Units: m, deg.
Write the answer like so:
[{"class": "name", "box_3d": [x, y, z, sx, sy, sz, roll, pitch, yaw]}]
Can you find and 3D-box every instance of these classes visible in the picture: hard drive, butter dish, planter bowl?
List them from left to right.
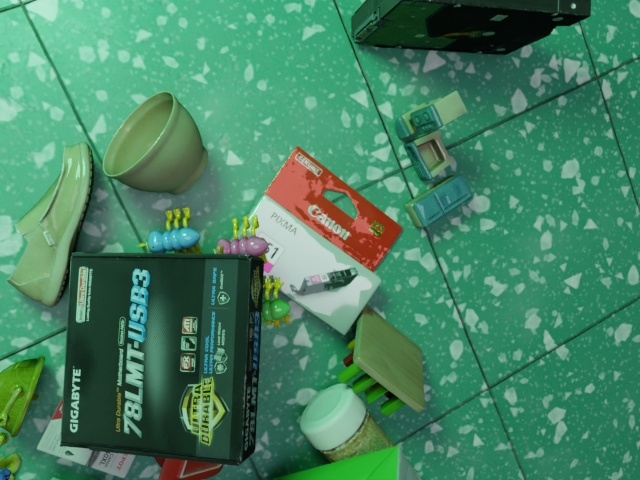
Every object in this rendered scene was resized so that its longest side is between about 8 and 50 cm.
[{"class": "planter bowl", "box_3d": [-0.252, -0.141, 0.855, 0.109, 0.162, 0.162, 40, 82, -41]}, {"class": "butter dish", "box_3d": [-0.227, 0.320, 0.907, 0.159, 0.118, 0.160, 20, 88, -58]}, {"class": "hard drive", "box_3d": [0.248, -0.392, 0.923, 0.338, 0.237, 0.064, -3, 94, -14]}]

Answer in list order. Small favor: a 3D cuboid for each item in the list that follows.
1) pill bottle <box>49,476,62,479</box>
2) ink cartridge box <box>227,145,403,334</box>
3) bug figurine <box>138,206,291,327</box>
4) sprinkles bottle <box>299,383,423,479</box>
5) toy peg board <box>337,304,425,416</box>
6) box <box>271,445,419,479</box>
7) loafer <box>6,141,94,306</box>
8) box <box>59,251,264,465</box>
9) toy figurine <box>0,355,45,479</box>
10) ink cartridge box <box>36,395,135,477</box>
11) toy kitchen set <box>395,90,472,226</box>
[{"class": "pill bottle", "box_3d": [-0.376, 0.470, 0.875, 0.193, 0.108, 0.108, 34, 85, -16]}, {"class": "ink cartridge box", "box_3d": [0.000, 0.000, 0.974, 0.275, 0.060, 0.239, 36, 85, -15]}, {"class": "bug figurine", "box_3d": [-0.169, 0.077, 0.882, 0.216, 0.072, 0.279, -13, 107, 8]}, {"class": "sprinkles bottle", "box_3d": [0.109, 0.438, 1.001, 0.121, 0.121, 0.355, -39, 103, -10]}, {"class": "toy peg board", "box_3d": [0.108, 0.230, 0.989, 0.161, 0.161, 0.079, 40, 117, -15]}, {"class": "box", "box_3d": [0.063, 0.508, 0.902, 0.261, 0.127, 0.231, -24, 107, 20]}, {"class": "loafer", "box_3d": [-0.422, -0.030, 0.832, 0.092, 0.102, 0.269, 15, 90, -22]}, {"class": "box", "box_3d": [-0.238, 0.166, 0.798, 0.293, 0.073, 0.296, 1, 85, 11]}, {"class": "toy figurine", "box_3d": [-0.579, 0.330, 0.776, 0.217, 0.191, 0.363, 18, 88, -11]}, {"class": "ink cartridge box", "box_3d": [-0.370, 0.313, 0.889, 0.150, 0.063, 0.109, 26, 86, -15]}, {"class": "toy kitchen set", "box_3d": [0.209, -0.139, 0.965, 0.122, 0.166, 0.207, -32, 101, -11]}]
